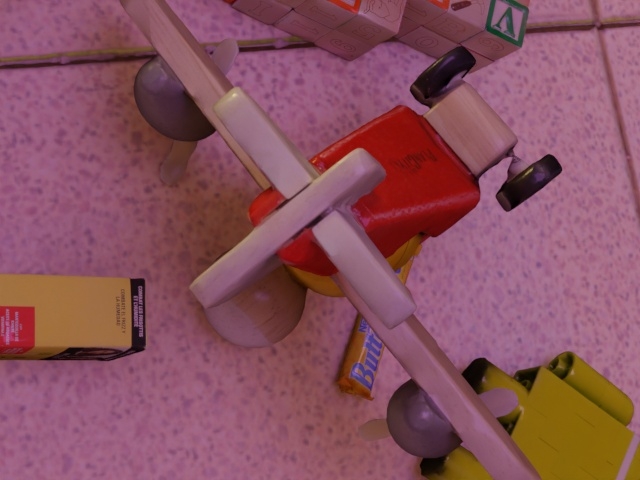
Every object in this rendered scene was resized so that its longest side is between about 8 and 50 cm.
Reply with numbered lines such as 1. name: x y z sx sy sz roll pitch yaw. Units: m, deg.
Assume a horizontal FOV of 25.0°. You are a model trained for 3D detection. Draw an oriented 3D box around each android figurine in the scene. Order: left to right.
1. android figurine: 0.219 0.230 1.315 0.273 0.056 0.248 35 64 -19

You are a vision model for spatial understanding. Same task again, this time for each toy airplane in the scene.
1. toy airplane: 0.000 0.000 1.113 0.384 0.272 0.386 29 34 -33

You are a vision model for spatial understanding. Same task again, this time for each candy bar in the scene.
1. candy bar: 0.051 0.066 1.276 0.040 0.018 0.161 28 66 -22

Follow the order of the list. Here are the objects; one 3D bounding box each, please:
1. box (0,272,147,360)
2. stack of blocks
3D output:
1. box: -0.250 0.057 1.066 0.232 0.087 0.058 4 78 -30
2. stack of blocks: 0.048 -0.256 1.301 0.297 0.087 0.171 22 70 -24
